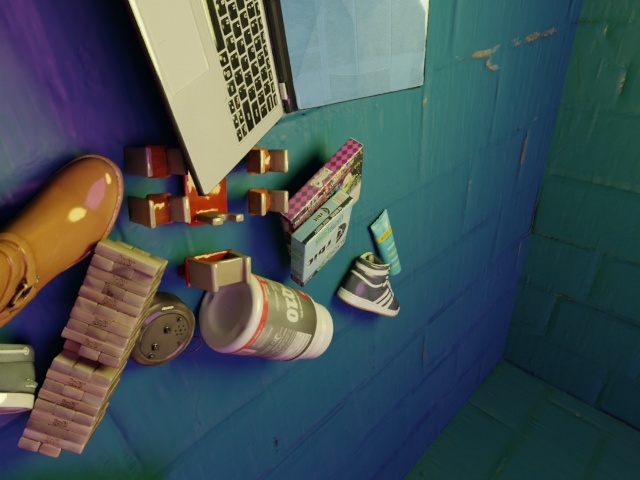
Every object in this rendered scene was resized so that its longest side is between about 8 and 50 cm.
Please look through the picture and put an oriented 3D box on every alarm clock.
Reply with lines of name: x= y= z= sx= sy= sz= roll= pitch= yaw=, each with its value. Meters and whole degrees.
alarm clock: x=-0.287 y=0.173 z=0.782 sx=0.129 sy=0.064 sz=0.192 roll=-56 pitch=143 yaw=-11

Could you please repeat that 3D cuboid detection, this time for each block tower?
block tower: x=-0.342 y=0.161 z=0.645 sx=0.090 sy=0.097 sz=0.336 roll=24 pitch=99 yaw=-12

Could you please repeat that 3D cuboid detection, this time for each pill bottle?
pill bottle: x=-0.103 y=0.172 z=0.903 sx=0.283 sy=0.161 sz=0.162 roll=29 pitch=88 yaw=-51

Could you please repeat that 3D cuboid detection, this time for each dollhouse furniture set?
dollhouse furniture set: x=-0.199 y=-0.050 z=0.737 sx=0.261 sy=0.135 sz=0.260 roll=-12 pitch=107 yaw=-44

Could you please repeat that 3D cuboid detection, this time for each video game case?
video game case: x=0.008 y=-0.080 z=0.927 sx=0.232 sy=0.041 sz=0.210 roll=-48 pitch=161 yaw=-19

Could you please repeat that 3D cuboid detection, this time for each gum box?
gum box: x=0.000 y=0.000 z=0.915 sx=0.157 sy=0.041 sz=0.185 roll=-45 pitch=160 yaw=-26

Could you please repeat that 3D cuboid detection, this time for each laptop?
laptop: x=-0.016 y=-0.310 z=0.560 sx=0.382 sy=0.236 sz=0.408 roll=81 pitch=31 yaw=-44

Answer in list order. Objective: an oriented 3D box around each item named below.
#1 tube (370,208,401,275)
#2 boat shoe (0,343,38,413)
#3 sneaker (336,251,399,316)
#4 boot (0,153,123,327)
tube: x=0.193 y=0.013 z=1.239 sx=0.080 sy=0.052 sz=0.207 roll=-50 pitch=134 yaw=-33
boat shoe: x=-0.497 y=0.144 z=0.496 sx=0.319 sy=0.116 sz=0.099 roll=44 pitch=36 yaw=-54
sneaker: x=0.175 y=0.130 z=1.235 sx=0.282 sy=0.099 sz=0.153 roll=22 pitch=95 yaw=-48
boot: x=-0.353 y=0.004 z=0.489 sx=0.109 sy=0.220 sz=0.283 roll=45 pitch=80 yaw=-14
